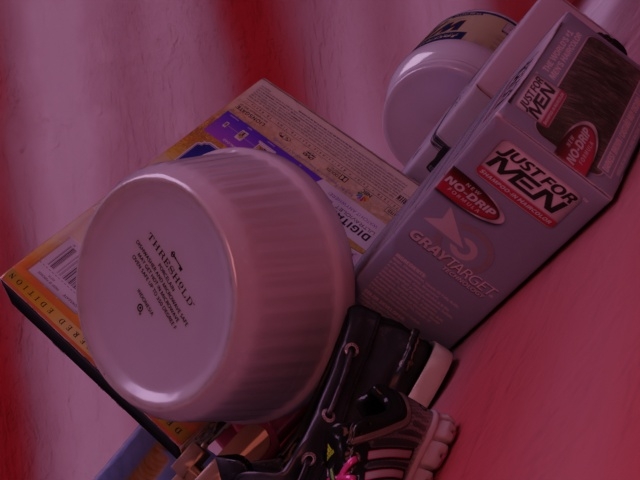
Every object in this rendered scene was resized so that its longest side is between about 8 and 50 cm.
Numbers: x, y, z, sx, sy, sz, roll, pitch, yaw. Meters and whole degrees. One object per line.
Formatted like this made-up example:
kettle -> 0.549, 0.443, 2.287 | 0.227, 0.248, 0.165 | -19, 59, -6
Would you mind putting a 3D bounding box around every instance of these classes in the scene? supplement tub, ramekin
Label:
supplement tub -> 0.246, -0.250, 1.784 | 0.235, 0.235, 0.325 | -52, 0, 32
ramekin -> -0.112, 0.045, 0.961 | 0.127, 0.273, 0.273 | -3, -42, -51

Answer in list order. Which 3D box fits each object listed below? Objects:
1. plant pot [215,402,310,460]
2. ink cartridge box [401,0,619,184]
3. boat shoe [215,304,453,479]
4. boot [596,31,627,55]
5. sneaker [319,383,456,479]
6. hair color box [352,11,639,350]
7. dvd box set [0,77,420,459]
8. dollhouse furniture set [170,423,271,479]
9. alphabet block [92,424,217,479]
plant pot -> -0.096, 0.242, 1.666 | 0.180, 0.201, 0.201 | -34, -7, -21
ink cartridge box -> 0.243, -0.163, 1.429 | 0.223, 0.129, 0.307 | -51, 0, -30
boat shoe -> -0.030, 0.198, 0.857 | 0.340, 0.113, 0.127 | -52, 0, -6
boot -> 0.236, -0.109, 1.139 | 0.246, 0.083, 0.161 | -54, 4, 48
sneaker -> 0.025, 0.157, 0.668 | 0.170, 0.075, 0.063 | -52, 0, -43
hair color box -> 0.135, -0.012, 0.954 | 0.185, 0.114, 0.374 | -52, -1, -43
dvd box set -> -0.106, 0.014, 1.194 | 0.420, 0.308, 0.062 | -42, -27, -25
dollhouse furniture set -> -0.061, 0.237, 1.012 | 0.123, 0.144, 0.151 | -47, -15, -8
alphabet block -> -0.199, 0.354, 1.182 | 0.197, 0.193, 0.192 | -52, -2, 28
